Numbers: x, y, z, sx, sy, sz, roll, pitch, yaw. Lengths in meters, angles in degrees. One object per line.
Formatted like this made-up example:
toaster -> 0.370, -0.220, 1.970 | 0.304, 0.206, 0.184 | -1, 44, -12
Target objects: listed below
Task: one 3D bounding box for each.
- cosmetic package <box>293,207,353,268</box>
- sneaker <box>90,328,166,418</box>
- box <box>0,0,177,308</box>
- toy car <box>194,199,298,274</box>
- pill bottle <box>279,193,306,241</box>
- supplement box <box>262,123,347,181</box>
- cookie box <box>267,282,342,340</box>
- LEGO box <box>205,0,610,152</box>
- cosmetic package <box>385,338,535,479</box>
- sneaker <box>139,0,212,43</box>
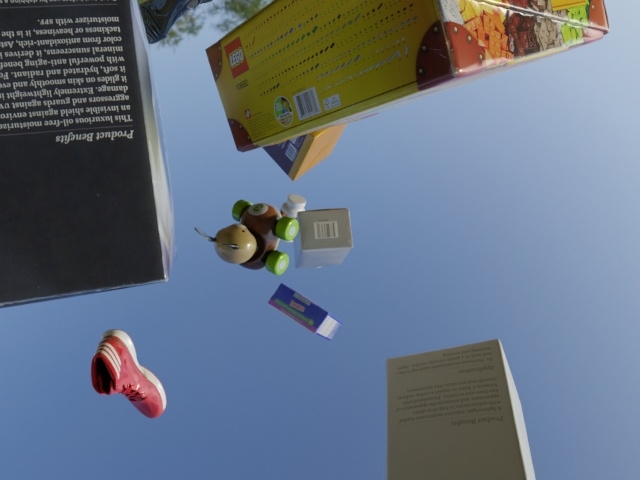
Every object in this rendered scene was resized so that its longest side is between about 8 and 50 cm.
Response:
cosmetic package -> 0.000, 0.000, 1.399 | 0.127, 0.107, 0.238 | -5, 170, -9
sneaker -> -0.400, 0.302, 1.148 | 0.086, 0.221, 0.128 | -23, -160, 13
box -> -0.263, -0.098, 0.621 | 0.182, 0.294, 0.296 | -7, -176, -12
toy car -> -0.167, -0.010, 1.174 | 0.155, 0.149, 0.188 | 21, -171, 30
pill bottle -> -0.102, -0.077, 1.924 | 0.086, 0.152, 0.086 | 15, -151, -9
supplement box -> -0.060, -0.278, 1.281 | 0.129, 0.191, 0.194 | -39, -97, -27
cookie box -> -0.022, 0.114, 0.891 | 0.091, 0.107, 0.040 | 31, -97, 20
LEGO box -> 0.110, -0.312, 0.894 | 0.372, 0.193, 0.500 | -24, -168, -36
cosmetic package -> 0.172, 0.247, 0.691 | 0.151, 0.152, 0.184 | -14, -141, 19
sneaker -> -0.303, -0.503, 1.205 | 0.227, 0.087, 0.130 | -33, -176, 43
